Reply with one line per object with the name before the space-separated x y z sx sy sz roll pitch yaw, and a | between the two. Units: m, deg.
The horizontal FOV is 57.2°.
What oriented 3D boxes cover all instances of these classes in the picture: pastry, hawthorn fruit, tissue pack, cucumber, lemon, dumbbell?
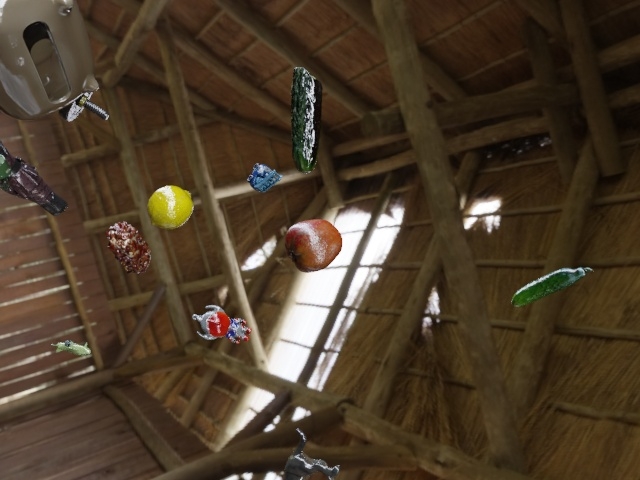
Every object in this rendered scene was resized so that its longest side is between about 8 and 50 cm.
pastry | -0.597 0.029 1.844 0.209 0.097 0.115 80 13 -55
hawthorn fruit | 0.000 0.000 1.700 0.163 0.203 0.163 46 -25 28
tissue pack | -0.646 -0.445 1.245 0.276 0.267 0.387 40 -27 15
cucumber | 0.415 0.079 1.061 0.155 0.037 0.037 -31 -107 30
cucumber | -0.033 -0.274 1.357 0.074 0.074 0.242 -2 -94 62
lemon | -0.384 -0.086 1.504 0.109 0.133 0.109 31 -31 21
dumbbell | -0.708 -0.421 1.550 0.325 0.143 0.143 33 -26 -13

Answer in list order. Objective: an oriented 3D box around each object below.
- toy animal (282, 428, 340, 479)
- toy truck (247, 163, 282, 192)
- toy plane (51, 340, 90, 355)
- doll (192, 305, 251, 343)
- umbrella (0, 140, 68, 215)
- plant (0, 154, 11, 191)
toy animal | -0.042 0.550 1.315 0.084 0.148 0.233 -42 145 -80
toy truck | -0.143 -0.163 1.545 0.090 0.056 0.073 14 -107 50
toy plane | -0.747 0.323 1.768 0.102 0.111 0.040 101 -5 -79
doll | -0.316 0.272 1.875 0.062 0.194 0.104 -145 -103 -74
umbrella | -0.822 -0.181 1.592 0.090 0.094 0.326 -3 -35 31
plant | -0.805 -0.168 1.483 0.051 0.051 0.102 58 -28 29
